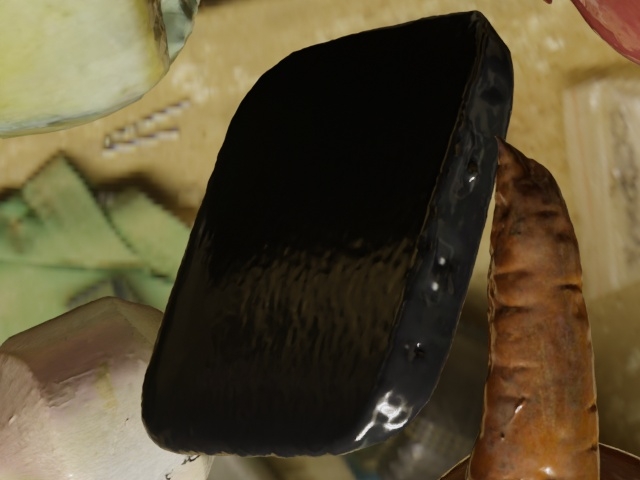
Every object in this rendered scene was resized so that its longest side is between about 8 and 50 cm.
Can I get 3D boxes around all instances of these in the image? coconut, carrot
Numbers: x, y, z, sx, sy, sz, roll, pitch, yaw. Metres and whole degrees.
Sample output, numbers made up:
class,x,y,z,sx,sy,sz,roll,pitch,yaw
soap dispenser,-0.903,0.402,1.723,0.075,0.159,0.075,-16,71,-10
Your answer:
class,x,y,z,sx,sy,sz,roll,pitch,yaw
coconut,-0.167,0.134,1.405,0.183,0.171,0.171,-31,120,-15
carrot,0.068,0.079,0.613,0.057,0.057,0.224,-1,94,-5

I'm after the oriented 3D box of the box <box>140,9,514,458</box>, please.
class,x,y,z,sx,sy,sz,roll,pitch,yaw
box,0.000,0.000,0.912,0.042,0.201,0.213,26,71,-34

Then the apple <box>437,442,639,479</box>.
class,x,y,z,sx,sy,sz,roll,pitch,yaw
apple,0.158,0.248,1.320,0.253,0.253,0.254,-2,119,-4

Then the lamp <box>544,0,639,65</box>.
class,x,y,z,sx,sy,sz,roll,pitch,yaw
lamp,0.124,-0.126,0.506,0.182,0.140,0.182,2,78,-9

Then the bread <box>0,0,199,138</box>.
class,x,y,z,sx,sy,sz,roll,pitch,yaw
bread,-0.177,-0.189,1.104,0.239,0.395,0.264,-4,125,10
